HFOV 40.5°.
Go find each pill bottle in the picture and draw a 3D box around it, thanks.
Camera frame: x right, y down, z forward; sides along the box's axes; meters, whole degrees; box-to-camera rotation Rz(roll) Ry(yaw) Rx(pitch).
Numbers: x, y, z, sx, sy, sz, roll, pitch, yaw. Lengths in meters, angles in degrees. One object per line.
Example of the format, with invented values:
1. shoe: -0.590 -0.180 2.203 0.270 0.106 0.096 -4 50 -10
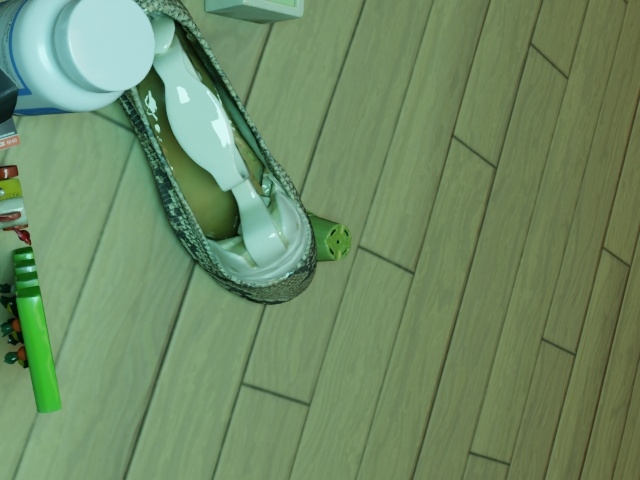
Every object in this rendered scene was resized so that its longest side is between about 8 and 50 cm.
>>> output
1. pill bottle: -0.262 -0.189 0.870 0.124 0.221 0.124 -6 99 -43

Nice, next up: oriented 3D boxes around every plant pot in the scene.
1. plant pot: 0.000 0.000 1.237 0.083 0.079 0.083 -7 100 -42

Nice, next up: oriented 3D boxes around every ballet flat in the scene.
1. ballet flat: -0.120 -0.079 1.042 0.164 0.182 0.483 -33 119 -9

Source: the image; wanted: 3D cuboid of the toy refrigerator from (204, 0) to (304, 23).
1. toy refrigerator: -0.077 -0.424 1.109 0.102 0.094 0.270 0 94 -43

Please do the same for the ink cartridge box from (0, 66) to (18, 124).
1. ink cartridge box: -0.435 -0.200 0.687 0.371 0.069 0.176 45 54 1

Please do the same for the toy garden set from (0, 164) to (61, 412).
1. toy garden set: -0.305 0.037 0.858 0.049 0.244 0.204 -11 103 -18

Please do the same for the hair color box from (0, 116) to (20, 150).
1. hair color box: -0.366 -0.103 0.818 0.093 0.167 0.054 -26 112 -38
